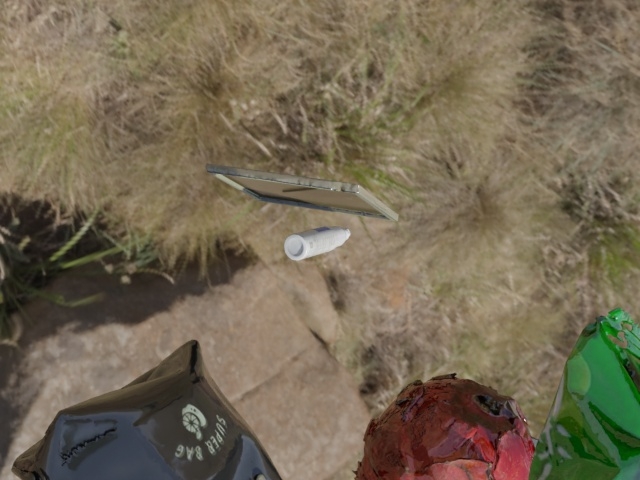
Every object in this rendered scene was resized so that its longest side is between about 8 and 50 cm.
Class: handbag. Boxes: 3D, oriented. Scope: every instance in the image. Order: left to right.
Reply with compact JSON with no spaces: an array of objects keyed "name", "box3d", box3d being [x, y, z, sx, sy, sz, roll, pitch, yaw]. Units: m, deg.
[{"name":"handbag","box3d":[-0.177,0.296,1.084,0.152,0.288,0.342,-45,172,26]}]

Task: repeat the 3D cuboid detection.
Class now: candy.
[{"name":"candy","box3d":[0.204,0.157,0.603,0.141,0.078,0.203,23,80,-24]}]

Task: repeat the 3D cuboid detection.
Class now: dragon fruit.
[{"name":"dragon fruit","box3d":[0.207,0.373,1.429,0.295,0.295,0.302,0,127,-31]}]

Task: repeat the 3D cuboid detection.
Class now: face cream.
[{"name":"face cream","box3d":[0.000,0.000,1.127,0.130,0.034,0.034,-15,136,-60]}]

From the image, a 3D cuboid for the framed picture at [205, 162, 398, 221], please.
[{"name":"framed picture","box3d":[-0.030,-0.083,1.539,0.211,0.289,0.020,27,75,-64]}]
